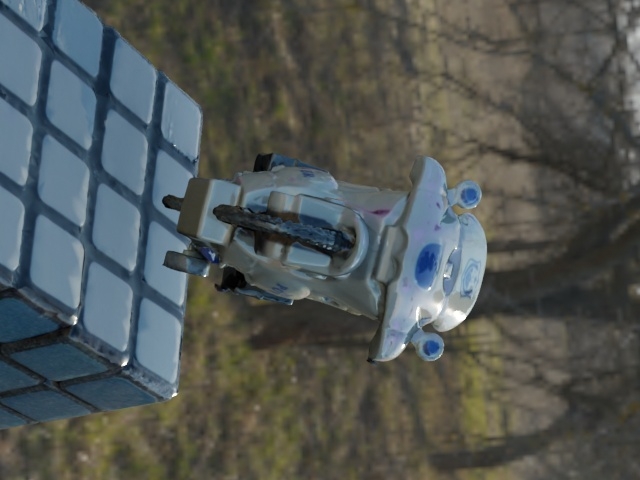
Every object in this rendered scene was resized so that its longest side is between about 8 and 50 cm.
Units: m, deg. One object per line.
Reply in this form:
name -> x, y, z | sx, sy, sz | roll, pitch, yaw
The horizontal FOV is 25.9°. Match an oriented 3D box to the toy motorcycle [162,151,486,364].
toy motorcycle -> 0.000, 0.000, 0.715 | 0.221, 0.150, 0.102 | -166, -90, -74

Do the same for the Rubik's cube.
Rubik's cube -> -0.347, -0.030, 1.322 | 0.337, 0.344, 0.344 | 39, 43, -49
